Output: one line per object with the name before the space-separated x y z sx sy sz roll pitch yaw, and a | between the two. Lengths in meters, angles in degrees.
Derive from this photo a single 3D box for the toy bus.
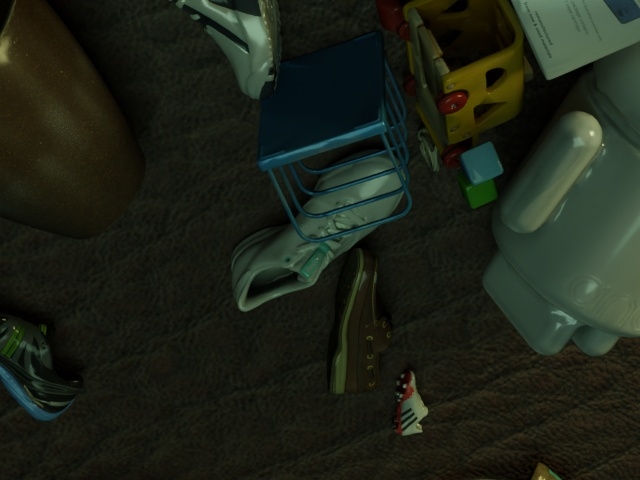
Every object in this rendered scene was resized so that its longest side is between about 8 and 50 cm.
toy bus | 0.137 -0.146 1.717 0.104 0.202 0.191 -23 110 -5

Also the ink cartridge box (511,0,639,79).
ink cartridge box | 0.272 -0.245 1.646 0.212 0.154 0.093 -21 116 15

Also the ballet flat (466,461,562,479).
ballet flat | 0.118 0.330 2.030 0.342 0.116 0.124 -26 96 16

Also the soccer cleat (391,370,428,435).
soccer cleat | 0.095 0.168 1.973 0.035 0.029 0.083 1 124 -9

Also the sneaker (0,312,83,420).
sneaker | -0.312 0.099 1.934 0.078 0.067 0.188 -39 112 -1

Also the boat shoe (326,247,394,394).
boat shoe | 0.044 0.081 1.905 0.060 0.064 0.178 3 127 -6

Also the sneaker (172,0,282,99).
sneaker | -0.126 -0.230 1.706 0.153 0.094 0.235 -9 118 10

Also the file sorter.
file sorter | 0.017 -0.093 1.740 0.118 0.170 0.104 -17 122 12

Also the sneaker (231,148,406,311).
sneaker | 0.000 0.000 1.837 0.212 0.094 0.080 -39 111 22

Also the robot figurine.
robot figurine | 0.292 -0.054 1.733 0.300 0.200 0.353 0 132 -45

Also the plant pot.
plant pot | -0.274 -0.105 1.738 0.215 0.215 0.230 -34 128 20
